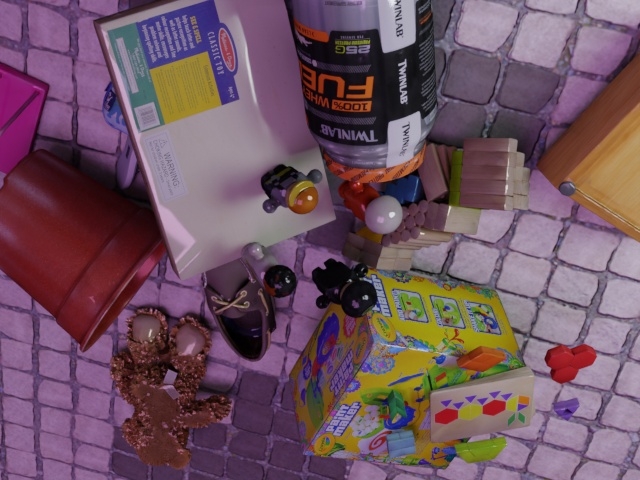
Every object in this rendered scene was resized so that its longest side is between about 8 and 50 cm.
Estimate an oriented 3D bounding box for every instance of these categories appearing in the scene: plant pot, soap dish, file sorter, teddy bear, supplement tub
[{"bbox_3d":[-0.421,0.001,1.763,0.265,0.272,0.272,37,126,-2],"label":"plant pot"},{"bbox_3d":[0.487,-0.132,1.502,0.229,0.118,0.291,32,128,-9],"label":"soap dish"},{"bbox_3d":[-0.633,-0.196,1.709,0.290,0.182,0.202,25,127,-4],"label":"file sorter"},{"bbox_3d":[-0.293,0.276,2.023,0.245,0.113,0.338,-6,116,10],"label":"teddy bear"},{"bbox_3d":[0.066,-0.253,1.478,0.193,0.193,0.316,1,125,14],"label":"supplement tub"}]

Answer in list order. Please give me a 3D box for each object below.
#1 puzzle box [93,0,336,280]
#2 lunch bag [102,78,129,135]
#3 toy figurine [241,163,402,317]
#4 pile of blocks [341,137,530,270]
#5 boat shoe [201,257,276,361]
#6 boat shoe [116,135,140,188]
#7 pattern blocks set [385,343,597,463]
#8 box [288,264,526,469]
[{"bbox_3d":[-0.145,-0.171,1.559,0.272,0.052,0.409,-21,116,-16],"label":"puzzle box"},{"bbox_3d":[-0.220,-0.219,1.645,0.219,0.090,0.176,32,123,-10],"label":"lunch bag"},{"bbox_3d":[0.000,0.000,1.573,0.209,0.148,0.213,13,103,-28],"label":"toy figurine"},{"bbox_3d":[0.191,-0.060,1.658,0.112,0.149,0.362,6,155,-46],"label":"pile of blocks"},{"bbox_3d":[-0.141,0.093,1.776,0.116,0.097,0.324,-3,145,6],"label":"boat shoe"},{"bbox_3d":[-0.307,-0.138,1.752,0.040,0.049,0.142,-4,142,-31],"label":"boat shoe"},{"bbox_3d":[0.262,0.264,1.682,0.324,0.026,0.285,-4,133,-9],"label":"pattern blocks set"},{"bbox_3d":[0.135,0.220,1.756,0.279,0.177,0.290,11,131,-23],"label":"box"}]
